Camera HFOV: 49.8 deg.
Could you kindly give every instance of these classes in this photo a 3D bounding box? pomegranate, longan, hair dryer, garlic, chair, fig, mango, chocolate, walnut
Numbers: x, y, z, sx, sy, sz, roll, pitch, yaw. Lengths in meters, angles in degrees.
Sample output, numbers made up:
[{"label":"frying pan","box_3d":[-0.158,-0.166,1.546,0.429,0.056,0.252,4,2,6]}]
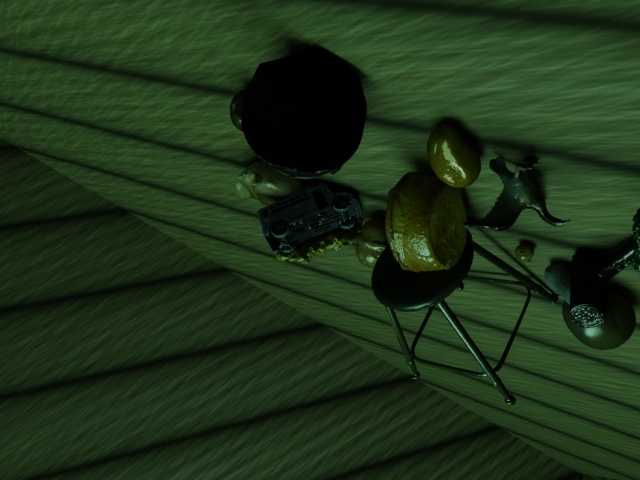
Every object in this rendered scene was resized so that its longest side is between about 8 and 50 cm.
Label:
[{"label":"pomegranate","box_3d":[-0.170,-0.322,1.746,0.130,0.130,0.130,24,160,9]},{"label":"longan","box_3d":[0.734,0.201,1.819,0.189,0.189,0.189,24,160,9]},{"label":"hair dryer","box_3d":[0.671,0.066,1.599,0.089,0.197,0.251,27,139,-2]},{"label":"garlic","box_3d":[-0.155,-0.175,2.120,0.217,0.110,0.228,16,169,-2]},{"label":"chair","box_3d":[0.377,0.172,1.953,0.362,0.364,0.410,5,146,48]},{"label":"fig","box_3d":[0.544,0.036,1.825,0.050,0.050,0.083,14,170,33]},{"label":"mango","box_3d":[0.291,-0.185,1.536,0.165,0.089,0.115,41,155,-27]},{"label":"chocolate","box_3d":[-0.041,-0.268,1.554,0.283,0.283,0.186,29,179,-5]},{"label":"walnut","box_3d":[0.179,0.010,2.067,0.149,0.166,0.166,21,160,35]},{"label":"chocolate","box_3d":[0.639,0.114,1.787,0.072,0.072,0.167,41,-169,-34]}]

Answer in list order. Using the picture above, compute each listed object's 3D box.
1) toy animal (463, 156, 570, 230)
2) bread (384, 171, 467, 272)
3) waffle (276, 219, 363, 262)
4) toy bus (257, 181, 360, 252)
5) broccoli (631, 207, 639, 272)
[{"label":"toy animal","box_3d":[0.440,-0.092,1.490,0.197,0.272,0.160,13,120,46]},{"label":"bread","box_3d":[0.262,-0.040,1.706,0.146,0.268,0.268,5,151,38]},{"label":"waffle","box_3d":[-0.001,-0.002,2.157,0.291,0.291,0.051,3,117,49]},{"label":"toy bus","box_3d":[-0.033,-0.078,2.051,0.125,0.292,0.133,68,180,-62]},{"label":"broccoli","box_3d":[0.712,0.006,1.211,0.297,0.297,0.297,-5,141,-4]}]
